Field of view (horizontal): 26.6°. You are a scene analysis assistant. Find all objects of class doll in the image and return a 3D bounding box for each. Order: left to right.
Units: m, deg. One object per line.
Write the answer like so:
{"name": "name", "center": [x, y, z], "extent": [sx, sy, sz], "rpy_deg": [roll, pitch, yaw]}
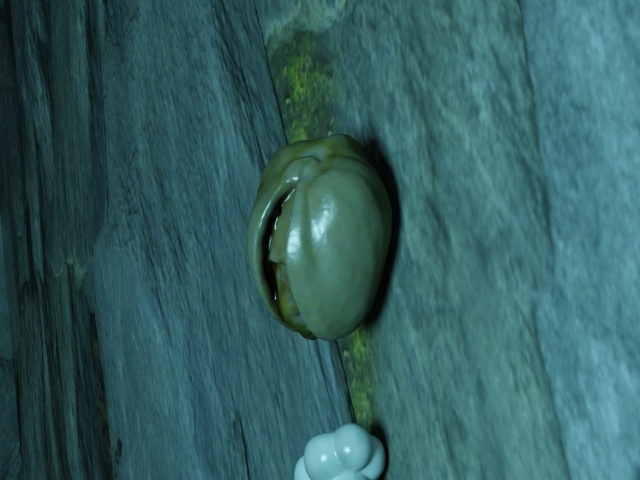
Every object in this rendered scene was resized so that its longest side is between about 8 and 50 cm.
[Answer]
{"name": "doll", "center": [0.025, 0.204, 0.947], "extent": [0.106, 0.062, 0.162], "rpy_deg": [120, 144, -44]}

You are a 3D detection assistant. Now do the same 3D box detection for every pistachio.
{"name": "pistachio", "center": [0.000, 0.000, 0.968], "extent": [0.113, 0.113, 0.149], "rpy_deg": [-130, 39, -59]}
